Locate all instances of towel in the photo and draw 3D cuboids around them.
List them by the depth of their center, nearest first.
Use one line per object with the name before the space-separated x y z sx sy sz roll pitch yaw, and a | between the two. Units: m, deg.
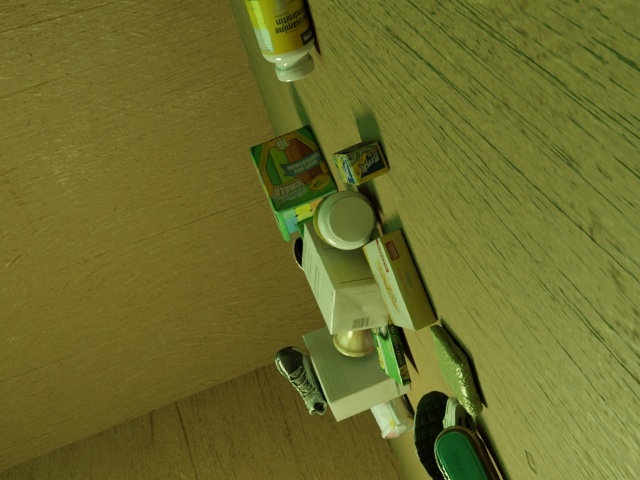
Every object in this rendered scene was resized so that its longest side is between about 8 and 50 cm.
towel | 0.214 0.202 1.168 0.148 0.027 0.110 -119 9 -70

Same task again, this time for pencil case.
pencil case | 0.193 0.459 2.223 0.124 0.113 0.273 111 142 -54

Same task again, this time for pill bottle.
pill bottle | -0.070 -0.391 1.342 0.103 0.103 0.184 -117 6 -55
pill bottle | 0.049 -0.041 1.470 0.208 0.117 0.118 -156 45 -84

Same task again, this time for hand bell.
hand bell | 0.090 0.169 1.881 0.126 0.126 0.242 -116 17 -50

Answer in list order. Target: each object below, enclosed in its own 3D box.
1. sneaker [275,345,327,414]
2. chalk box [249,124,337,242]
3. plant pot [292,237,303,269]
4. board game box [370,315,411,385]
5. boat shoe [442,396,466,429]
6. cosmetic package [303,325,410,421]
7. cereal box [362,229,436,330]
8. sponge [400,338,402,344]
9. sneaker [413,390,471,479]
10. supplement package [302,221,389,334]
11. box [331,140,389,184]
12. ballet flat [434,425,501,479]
sneaker | -0.036 0.390 1.981 0.229 0.086 0.132 56 180 -37
chalk box | -0.054 -0.128 1.992 0.179 0.180 0.289 76 171 -63
plant pot | 0.000 0.000 2.154 0.165 0.166 0.167 -99 -10 -73
board game box | 0.151 0.210 1.764 0.136 0.030 0.260 -160 53 -69
boat shoe | 0.233 0.322 1.293 0.035 0.035 0.100 28 123 56
cosmetic package | 0.099 0.337 2.014 0.138 0.224 0.224 74 174 -54
cereal box | 0.140 0.075 1.349 0.240 0.047 0.173 116 133 -85
sponge | 0.156 0.192 1.885 0.117 0.031 0.210 75 172 -65
sneaker | 0.241 0.408 1.381 0.124 0.107 0.284 -93 -17 -83
supplement package | 0.055 0.072 1.654 0.244 0.138 0.134 -115 23 -49
box | 0.064 -0.130 1.221 0.169 0.059 0.054 -135 22 -81
ballet flat | 0.284 0.454 1.197 0.106 0.107 0.316 30 -140 -63
